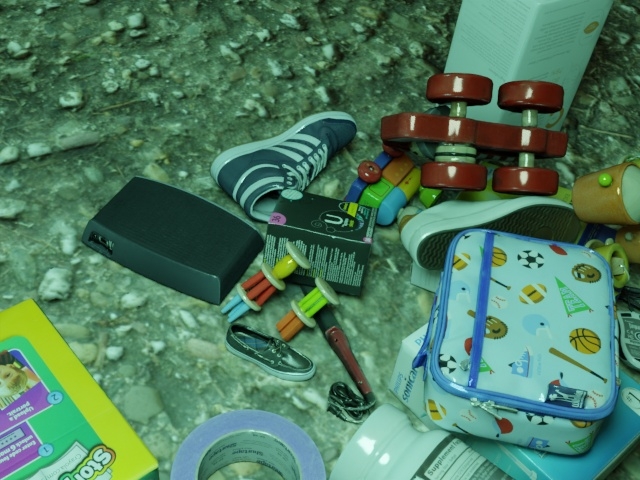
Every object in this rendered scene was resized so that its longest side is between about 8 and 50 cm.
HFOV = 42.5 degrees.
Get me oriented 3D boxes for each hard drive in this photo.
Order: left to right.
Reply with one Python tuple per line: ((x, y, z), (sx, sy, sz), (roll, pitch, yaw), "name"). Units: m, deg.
((-0.233, -0.011, 1.317), (0.254, 0.054, 0.172), (23, 47, 13), "hard drive")

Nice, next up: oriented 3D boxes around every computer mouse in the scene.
((0.489, 0.142, 1.302), (0.106, 0.042, 0.193), (14, 40, -2), "computer mouse")

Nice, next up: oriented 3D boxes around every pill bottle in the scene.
((0.156, 0.328, 0.983), (0.278, 0.162, 0.162), (33, 50, 21), "pill bottle")

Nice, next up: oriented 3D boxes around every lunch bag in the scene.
((0.250, 0.122, 1.059), (0.243, 0.115, 0.303), (12, 45, 7), "lunch bag")

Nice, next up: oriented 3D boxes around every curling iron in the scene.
((0.013, 0.149, 1.217), (0.068, 0.035, 0.274), (-8, 49, -16), "curling iron")

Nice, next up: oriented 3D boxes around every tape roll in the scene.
((-0.090, 0.310, 1.017), (0.188, 0.080, 0.189), (5, 46, -5), "tape roll")

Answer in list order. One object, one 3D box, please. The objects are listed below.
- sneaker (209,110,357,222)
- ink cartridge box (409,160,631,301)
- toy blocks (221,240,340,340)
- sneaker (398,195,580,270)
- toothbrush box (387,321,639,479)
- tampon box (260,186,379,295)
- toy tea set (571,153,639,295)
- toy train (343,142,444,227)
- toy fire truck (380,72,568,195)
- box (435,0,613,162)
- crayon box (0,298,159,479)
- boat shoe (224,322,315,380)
((-0.033, -0.123, 1.425), (0.282, 0.099, 0.153), (-23, 49, -19), "sneaker")
((0.348, 0.012, 1.360), (0.307, 0.072, 0.303), (19, 45, 23), "ink cartridge box")
((-0.063, 0.094, 1.221), (0.123, 0.148, 0.054), (51, 11, 6), "toy blocks")
((0.260, -0.031, 1.285), (0.290, 0.106, 0.123), (-5, 27, -16), "sneaker")
((0.274, 0.215, 1.135), (0.216, 0.126, 0.295), (-31, 59, -31), "toothbrush box")
((0.000, 0.000, 1.295), (0.161, 0.101, 0.120), (12, 31, 3), "tampon box")
((0.528, -0.045, 1.308), (0.336, 0.200, 0.124), (-22, 11, -42), "toy tea set")
((0.159, -0.112, 1.454), (0.143, 0.105, 0.248), (36, 50, 10), "toy train")
((0.231, -0.159, 1.317), (0.302, 0.254, 0.169), (3, 91, -19), "toy fire truck")
((0.374, -0.351, 1.540), (0.215, 0.345, 0.168), (-22, 53, -28), "box")
((-0.426, 0.276, 0.976), (0.363, 0.106, 0.313), (-29, 58, -31), "crayon box")
((-0.073, 0.160, 1.189), (0.142, 0.040, 0.049), (20, 46, 10), "boat shoe")
